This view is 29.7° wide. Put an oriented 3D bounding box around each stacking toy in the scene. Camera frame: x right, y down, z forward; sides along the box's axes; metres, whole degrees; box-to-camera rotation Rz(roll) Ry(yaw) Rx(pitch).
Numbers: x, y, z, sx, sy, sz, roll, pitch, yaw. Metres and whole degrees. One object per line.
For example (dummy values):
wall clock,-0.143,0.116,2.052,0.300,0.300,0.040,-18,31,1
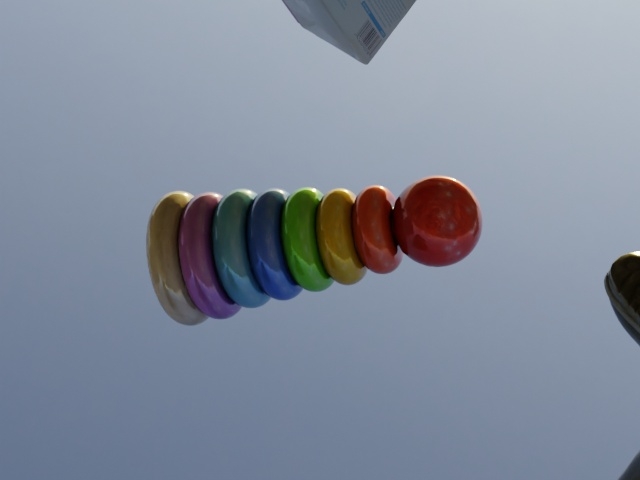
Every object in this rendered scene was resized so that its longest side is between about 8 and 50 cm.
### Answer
stacking toy,0.000,0.000,1.210,0.330,0.141,0.141,-7,-143,16

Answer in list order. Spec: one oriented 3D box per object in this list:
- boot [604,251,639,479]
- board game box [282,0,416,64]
boot,0.239,0.133,0.829,0.076,0.208,0.189,-28,-118,-32
board game box,0.065,-0.344,1.083,0.097,0.224,0.303,37,-94,27
